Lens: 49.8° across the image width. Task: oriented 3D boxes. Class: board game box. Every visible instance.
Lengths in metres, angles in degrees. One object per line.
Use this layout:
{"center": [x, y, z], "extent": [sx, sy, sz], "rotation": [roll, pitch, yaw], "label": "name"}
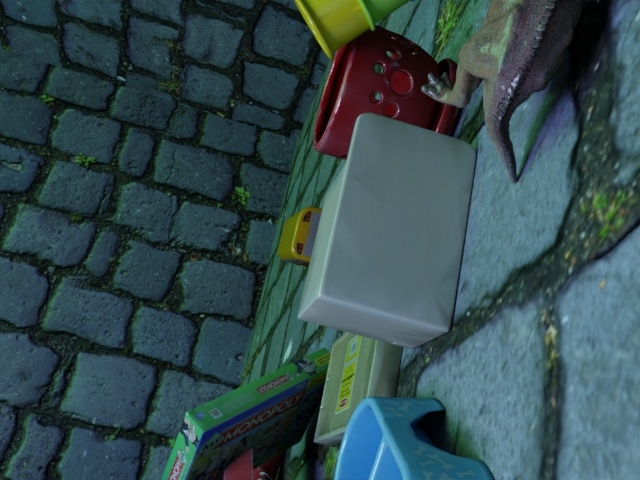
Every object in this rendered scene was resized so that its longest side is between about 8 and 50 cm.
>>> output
{"center": [-0.116, 0.314, 1.150], "extent": [0.317, 0.046, 0.213], "rotation": [-16, -41, -48], "label": "board game box"}

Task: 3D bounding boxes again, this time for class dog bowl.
{"center": [0.074, 0.247, 0.645], "extent": [0.297, 0.074, 0.166], "rotation": [-126, 53, -79], "label": "dog bowl"}

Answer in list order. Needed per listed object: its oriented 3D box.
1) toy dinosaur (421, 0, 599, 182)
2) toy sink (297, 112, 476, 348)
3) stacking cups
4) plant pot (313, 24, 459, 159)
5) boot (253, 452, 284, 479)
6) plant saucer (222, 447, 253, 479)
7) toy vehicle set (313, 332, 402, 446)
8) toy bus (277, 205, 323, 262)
{"center": [0.187, -0.196, 0.602], "extent": [0.200, 0.127, 0.296], "rotation": [-135, 55, -73], "label": "toy dinosaur"}
{"center": [0.078, -0.008, 0.829], "extent": [0.131, 0.152, 0.234], "rotation": [126, 157, -68], "label": "toy sink"}
{"center": [0.122, -0.343, 0.836], "extent": [0.316, 0.096, 0.096], "rotation": [-30, 19, 8], "label": "stacking cups"}
{"center": [0.096, -0.194, 0.977], "extent": [0.191, 0.174, 0.191], "rotation": [-163, 90, -82], "label": "plant pot"}
{"center": [-0.106, 0.500, 1.378], "extent": [0.176, 0.088, 0.244], "rotation": [-17, 35, 49], "label": "boot"}
{"center": [-0.139, 0.503, 1.099], "extent": [0.259, 0.047, 0.258], "rotation": [106, 163, -47], "label": "plant saucer"}
{"center": [0.052, 0.201, 0.994], "extent": [0.267, 0.035, 0.166], "rotation": [125, 159, -65], "label": "toy vehicle set"}
{"center": [0.000, 0.000, 1.387], "extent": [0.332, 0.130, 0.108], "rotation": [165, 120, -80], "label": "toy bus"}
